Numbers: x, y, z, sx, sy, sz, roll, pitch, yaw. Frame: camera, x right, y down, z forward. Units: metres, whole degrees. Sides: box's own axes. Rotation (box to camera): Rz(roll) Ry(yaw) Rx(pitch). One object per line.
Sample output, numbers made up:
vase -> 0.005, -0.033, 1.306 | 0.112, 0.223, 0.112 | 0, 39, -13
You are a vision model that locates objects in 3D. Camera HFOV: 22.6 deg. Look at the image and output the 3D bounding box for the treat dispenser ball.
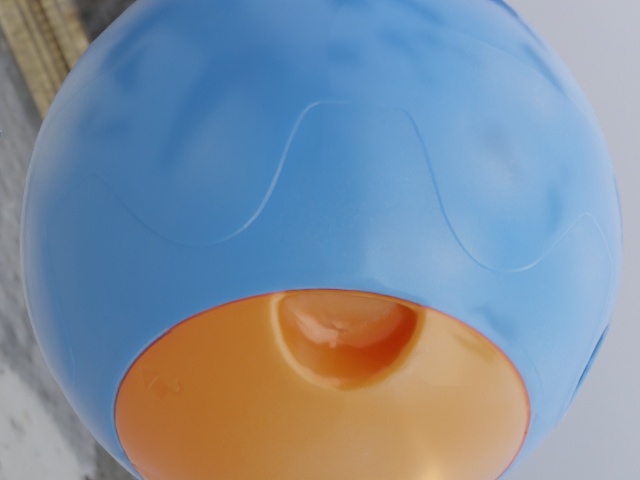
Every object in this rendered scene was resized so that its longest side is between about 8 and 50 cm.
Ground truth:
treat dispenser ball -> 0.000, 0.000, 0.774 | 0.288, 0.288, 0.288 | 156, -90, -84
